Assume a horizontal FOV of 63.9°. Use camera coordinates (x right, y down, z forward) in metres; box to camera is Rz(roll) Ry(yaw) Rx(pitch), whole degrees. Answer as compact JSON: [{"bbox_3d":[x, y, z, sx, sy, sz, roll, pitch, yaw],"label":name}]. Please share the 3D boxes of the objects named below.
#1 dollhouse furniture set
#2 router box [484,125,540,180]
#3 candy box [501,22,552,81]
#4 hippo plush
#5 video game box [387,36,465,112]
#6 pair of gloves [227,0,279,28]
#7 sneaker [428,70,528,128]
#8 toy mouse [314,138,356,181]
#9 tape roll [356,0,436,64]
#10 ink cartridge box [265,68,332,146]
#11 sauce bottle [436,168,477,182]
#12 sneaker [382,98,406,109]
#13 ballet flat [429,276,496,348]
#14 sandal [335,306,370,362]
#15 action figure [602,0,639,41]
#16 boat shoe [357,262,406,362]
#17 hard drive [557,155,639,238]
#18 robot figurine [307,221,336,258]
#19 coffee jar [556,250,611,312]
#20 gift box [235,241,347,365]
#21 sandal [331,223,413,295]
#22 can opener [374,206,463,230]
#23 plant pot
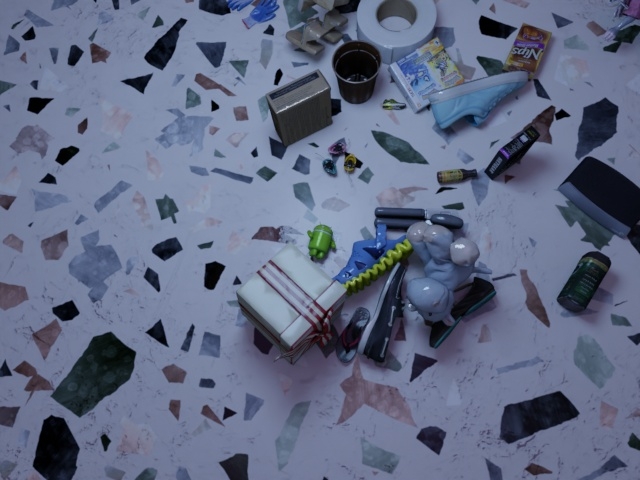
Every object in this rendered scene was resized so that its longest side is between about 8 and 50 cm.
[{"bbox_3d":[0.018,-0.924,1.789,0.256,0.362,0.394,34,50,11],"label":"dollhouse furniture set"},{"bbox_3d":[0.607,-0.275,1.635,0.133,0.179,0.046,-36,76,-7],"label":"router box"},{"bbox_3d":[0.728,-0.666,1.813,0.109,0.053,0.187,24,77,9],"label":"candy box"},{"bbox_3d":[0.320,0.101,1.482,0.234,0.294,0.237,28,85,30],"label":"hippo plush"},{"bbox_3d":[0.368,-0.576,1.789,0.205,0.048,0.187,-32,91,-6],"label":"video game box"},{"bbox_3d":[-0.260,-0.903,1.961,0.159,0.023,0.198,-36,75,-8],"label":"pair of gloves"},{"bbox_3d":[0.542,-0.472,1.747,0.365,0.135,0.150,-17,105,-8],"label":"sneaker"},{"bbox_3d":[0.051,-0.277,1.747,0.143,0.031,0.161,9,74,6],"label":"toy mouse"},{"bbox_3d":[0.270,-0.783,1.851,0.286,0.100,0.286,-1,73,3],"label":"tape roll"},{"bbox_3d":[-0.065,-0.431,1.695,0.193,0.235,0.088,-28,74,-6],"label":"ink cartridge box"},{"bbox_3d":[0.452,-0.217,1.699,0.128,0.042,0.042,-9,73,2],"label":"sauce bottle"},{"bbox_3d":[0.258,-0.480,1.796,0.083,0.031,0.035,3,73,4],"label":"sneaker"},{"bbox_3d":[0.407,0.209,1.554,0.280,0.095,0.096,-36,64,-18],"label":"ballet flat"},{"bbox_3d":[0.097,0.284,1.570,0.067,0.040,0.179,23,76,10],"label":"sandal"},{"bbox_3d":[1.108,-0.780,1.702,0.370,0.275,0.248,29,57,-16],"label":"action figure"},{"bbox_3d":[0.208,0.217,1.553,0.091,0.114,0.303,22,88,11],"label":"boat shoe"},{"bbox_3d":[0.916,-0.147,1.642,0.254,0.054,0.172,43,80,14],"label":"hard drive"},{"bbox_3d":[0.000,0.000,1.648,0.101,0.067,0.115,23,74,-18],"label":"robot figurine"},{"bbox_3d":[0.796,0.122,1.547,0.079,0.096,0.184,33,79,14],"label":"coffee jar"},{"bbox_3d":[-0.086,0.212,1.498,0.258,0.255,0.276,40,74,15],"label":"gift box"},{"bbox_3d":[0.143,0.059,1.600,0.317,0.126,0.138,-33,73,-16],"label":"sandal"},{"bbox_3d":[0.312,-0.074,1.645,0.280,0.093,0.074,2,74,9],"label":"can opener"},{"bbox_3d":[0.123,-0.563,1.760,0.166,0.165,0.167,-1,72,3],"label":"plant pot"}]
